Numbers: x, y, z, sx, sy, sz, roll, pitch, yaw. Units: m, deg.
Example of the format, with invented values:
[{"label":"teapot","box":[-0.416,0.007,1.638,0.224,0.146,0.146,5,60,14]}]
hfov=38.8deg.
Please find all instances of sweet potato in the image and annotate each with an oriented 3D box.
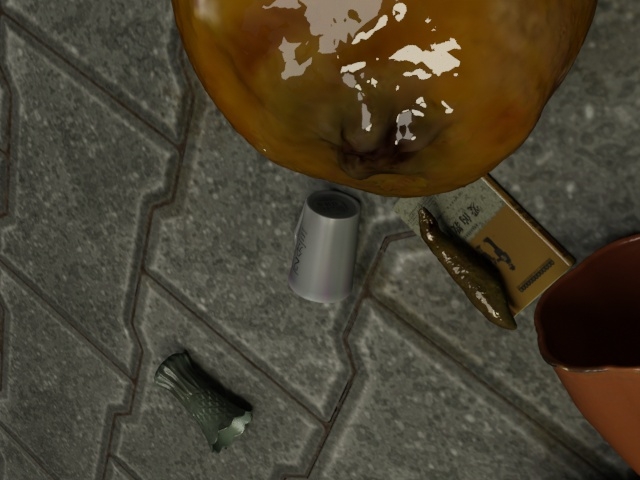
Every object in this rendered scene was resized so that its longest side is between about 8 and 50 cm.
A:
[{"label":"sweet potato","box":[0.147,0.028,0.911,0.153,0.038,0.041,51,159,3]}]

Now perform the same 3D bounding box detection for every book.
[{"label":"book","box":[0.159,-0.007,0.916,0.172,0.012,0.118,46,138,9]}]

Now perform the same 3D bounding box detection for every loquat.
[{"label":"loquat","box":[0.043,-0.193,0.686,0.328,0.328,0.328,22,128,31]}]

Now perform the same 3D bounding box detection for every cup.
[{"label":"cup","box":[0.000,0.000,1.031,0.104,0.074,0.116,-127,37,-48]}]

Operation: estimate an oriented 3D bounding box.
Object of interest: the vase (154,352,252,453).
[{"label":"vase","box":[-0.177,0.230,1.323,0.148,0.081,0.081,42,136,20]}]

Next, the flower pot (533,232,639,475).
[{"label":"flower pot","box":[0.298,0.108,0.754,0.190,0.190,0.173,-10,120,45]}]
